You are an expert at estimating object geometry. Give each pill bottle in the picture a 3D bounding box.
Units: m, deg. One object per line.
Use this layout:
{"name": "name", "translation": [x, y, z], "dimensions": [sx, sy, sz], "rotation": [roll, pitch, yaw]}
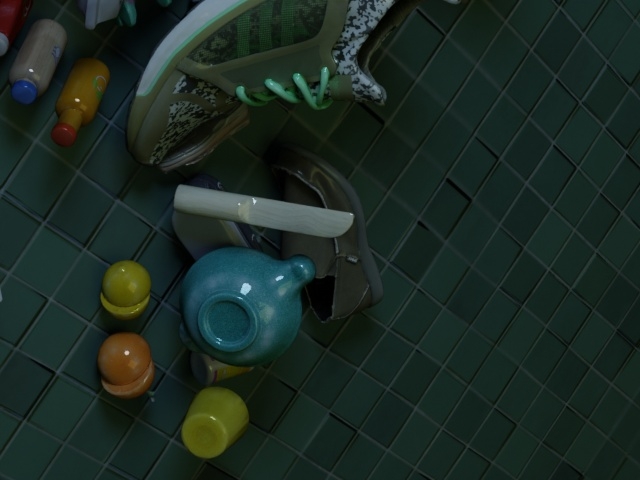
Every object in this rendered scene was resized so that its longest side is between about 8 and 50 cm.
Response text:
{"name": "pill bottle", "translation": [-0.102, 0.132, 1.882], "dimensions": [0.083, 0.043, 0.043], "rotation": [-15, 118, -32]}

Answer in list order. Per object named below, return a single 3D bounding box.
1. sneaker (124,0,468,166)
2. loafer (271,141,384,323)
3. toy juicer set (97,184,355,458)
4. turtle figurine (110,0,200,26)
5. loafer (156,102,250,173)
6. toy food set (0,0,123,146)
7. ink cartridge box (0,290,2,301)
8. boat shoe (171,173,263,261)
{"name": "sneaker", "translation": [-0.021, -0.183, 1.626], "dimensions": [0.410, 0.182, 0.158], "rotation": [-40, 174, 19]}
{"name": "loafer", "translation": [0.000, 0.000, 1.868], "dimensions": [0.087, 0.094, 0.251], "rotation": [-41, 130, -22]}
{"name": "toy juicer set", "translation": [-0.118, 0.054, 1.758], "dimensions": [0.329, 0.209, 0.089], "rotation": [-62, 177, 21]}
{"name": "turtle figurine", "translation": [-0.108, -0.297, 1.639], "dimensions": [0.118, 0.175, 0.234], "rotation": [47, 52, 3]}
{"name": "loafer", "translation": [-0.122, -0.106, 1.761], "dimensions": [0.125, 0.045, 0.039], "rotation": [-41, 136, -20]}
{"name": "toy food set", "translation": [-0.246, -0.206, 1.538], "dimensions": [0.111, 0.104, 0.232], "rotation": [14, 135, -1]}
{"name": "ink cartridge box", "translation": [-0.416, 0.000, 1.576], "dimensions": [0.206, 0.045, 0.208], "rotation": [-23, 124, -28]}
{"name": "boat shoe", "translation": [-0.093, 0.022, 1.824], "dimensions": [0.228, 0.080, 0.076], "rotation": [58, 29, -33]}
